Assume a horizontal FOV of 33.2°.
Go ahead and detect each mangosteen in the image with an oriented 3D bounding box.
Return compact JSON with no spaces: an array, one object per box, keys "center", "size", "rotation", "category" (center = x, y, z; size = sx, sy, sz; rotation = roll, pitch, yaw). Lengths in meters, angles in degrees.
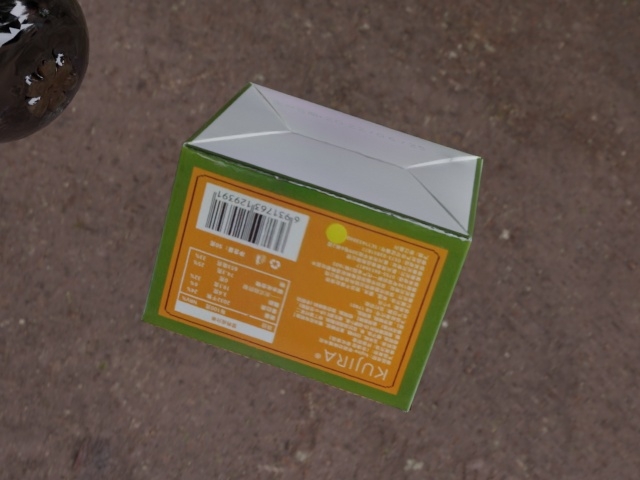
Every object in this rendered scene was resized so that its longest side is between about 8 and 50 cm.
[{"center":[-0.364,-0.212,1.145],"size":[0.243,0.243,0.243],"rotation":[12,50,-15],"category":"mangosteen"}]

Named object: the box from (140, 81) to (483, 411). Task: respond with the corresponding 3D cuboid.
[{"center":[0.000,0.000,0.770],"size":[0.195,0.148,0.177],"rotation":[18,23,3],"category":"box"}]
